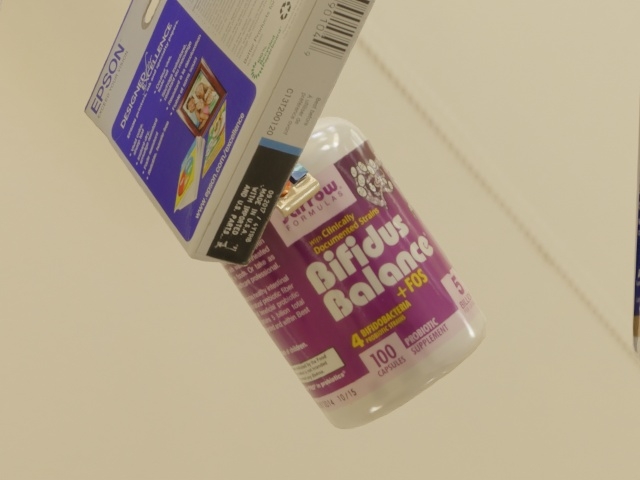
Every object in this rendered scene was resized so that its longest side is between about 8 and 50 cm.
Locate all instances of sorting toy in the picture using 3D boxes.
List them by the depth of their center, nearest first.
[{"bbox_3d":[-0.039,-0.046,1.383,0.062,0.012,0.083,47,-141,3],"label":"sorting toy"}]

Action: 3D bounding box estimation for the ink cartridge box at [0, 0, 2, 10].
[{"bbox_3d":[-0.280,-0.096,1.229,0.071,0.324,0.330,31,-126,6],"label":"ink cartridge box"}]

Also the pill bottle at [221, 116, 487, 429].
[{"bbox_3d":[0.000,0.000,1.618,0.169,0.169,0.301,-38,-85,-39],"label":"pill bottle"}]

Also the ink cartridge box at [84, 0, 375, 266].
[{"bbox_3d":[-0.053,-0.119,1.068,0.045,0.208,0.206,15,-71,-32],"label":"ink cartridge box"}]

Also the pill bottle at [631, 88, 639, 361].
[{"bbox_3d":[0.273,-0.050,1.140,0.153,0.153,0.264,5,-93,-44],"label":"pill bottle"}]
